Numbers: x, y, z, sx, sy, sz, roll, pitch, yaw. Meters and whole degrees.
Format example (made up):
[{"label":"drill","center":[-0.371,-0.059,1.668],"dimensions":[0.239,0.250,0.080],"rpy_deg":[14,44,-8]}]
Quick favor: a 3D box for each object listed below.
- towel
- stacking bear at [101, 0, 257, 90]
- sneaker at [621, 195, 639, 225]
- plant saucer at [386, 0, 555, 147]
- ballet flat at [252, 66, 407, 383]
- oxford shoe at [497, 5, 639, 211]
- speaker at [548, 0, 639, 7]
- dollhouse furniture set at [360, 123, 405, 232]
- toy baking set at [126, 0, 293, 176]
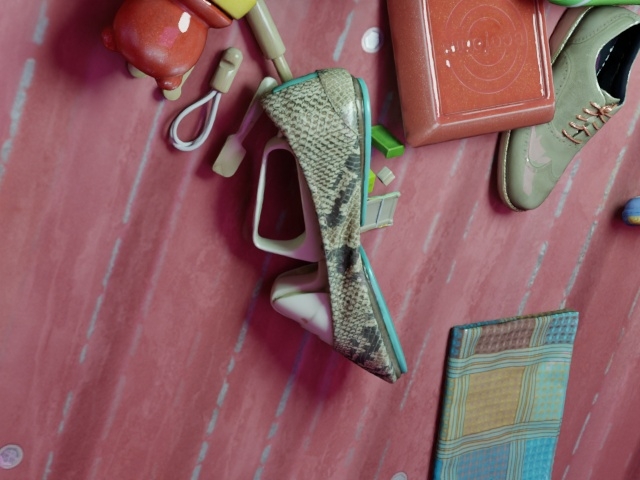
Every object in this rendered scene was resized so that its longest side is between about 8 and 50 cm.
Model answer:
[{"label":"towel","center":[0.315,0.304,1.835],"dimensions":[0.271,0.040,0.370],"rpy_deg":[-6,111,-30]},{"label":"stacking bear","center":[-0.132,-0.316,1.236],"dimensions":[0.175,0.164,0.289],"rpy_deg":[34,95,-20]},{"label":"sneaker","center":[0.631,-0.101,1.846],"dimensions":[0.296,0.112,0.131],"rpy_deg":[-14,98,-28]},{"label":"plant saucer","center":[0.224,-0.276,1.504],"dimensions":[0.258,0.048,0.259],"rpy_deg":[-12,100,-25]},{"label":"ballet flat","center":[0.000,0.000,1.466],"dimensions":[0.182,0.164,0.482],"rpy_deg":[-13,119,-4]},{"label":"oxford shoe","center":[0.378,-0.197,1.620],"dimensions":[0.123,0.130,0.348],"rpy_deg":[16,100,-35]},{"label":"speaker","center":[0.418,-0.396,1.531],"dimensions":[0.296,0.131,0.131],"rpy_deg":[-13,116,-45]},{"label":"dollhouse furniture set","center":[0.074,-0.086,1.546],"dimensions":[0.076,0.058,0.151],"rpy_deg":[-18,136,-33]},{"label":"toy baking set","center":[-0.134,-0.219,1.366],"dimensions":[0.197,0.030,0.256],"rpy_deg":[-34,117,-9]}]
